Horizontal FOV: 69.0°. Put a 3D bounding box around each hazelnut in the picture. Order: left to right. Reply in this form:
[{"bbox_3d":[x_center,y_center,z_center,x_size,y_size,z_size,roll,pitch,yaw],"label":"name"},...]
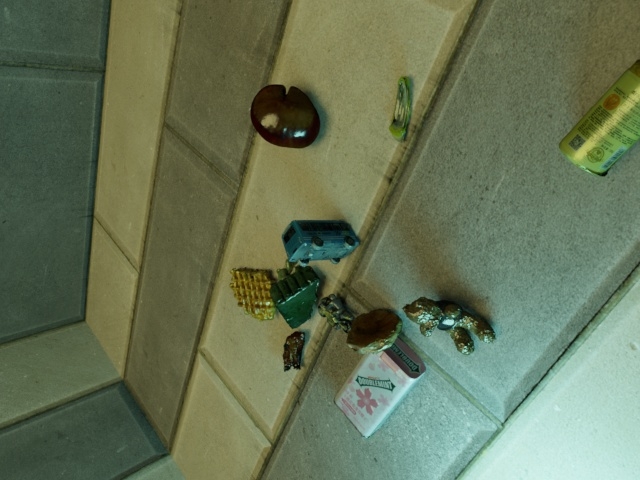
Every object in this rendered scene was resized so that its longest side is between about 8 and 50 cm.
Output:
[{"bbox_3d":[-0.121,-0.417,1.611,0.252,0.217,0.217,29,122,8],"label":"hazelnut"}]

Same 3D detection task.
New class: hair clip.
[{"bbox_3d":[0.237,-0.389,1.381,0.060,0.033,0.188,25,119,40],"label":"hair clip"}]

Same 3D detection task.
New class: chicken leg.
[{"bbox_3d":[-0.108,0.450,1.908,0.105,0.063,0.233,25,116,32],"label":"chicken leg"}]

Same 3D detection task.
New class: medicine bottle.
[{"bbox_3d":[0.631,-0.259,0.979,0.124,0.124,0.238,50,129,23],"label":"medicine bottle"}]

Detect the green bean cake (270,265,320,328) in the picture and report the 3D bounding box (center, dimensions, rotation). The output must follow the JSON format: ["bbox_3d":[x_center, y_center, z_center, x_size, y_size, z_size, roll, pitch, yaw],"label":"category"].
[{"bbox_3d":[-0.077,0.218,1.778,0.107,0.194,0.208,49,168,45],"label":"green bean cake"}]

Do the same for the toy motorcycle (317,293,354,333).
[{"bbox_3d":[0.054,0.257,1.704,0.193,0.061,0.124,27,125,46],"label":"toy motorcycle"}]

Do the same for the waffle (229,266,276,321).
[{"bbox_3d":[-0.284,0.214,2.018,0.309,0.065,0.283,46,130,21],"label":"waffle"}]

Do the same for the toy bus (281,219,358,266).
[{"bbox_3d":[0.000,0.000,1.566,0.113,0.247,0.134,-50,55,40],"label":"toy bus"}]

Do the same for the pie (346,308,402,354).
[{"bbox_3d":[0.179,0.291,1.510,0.195,0.195,0.046,5,127,43],"label":"pie"}]

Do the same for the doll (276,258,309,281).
[{"bbox_3d":[-0.112,0.127,1.828,0.150,0.077,0.115,-36,85,31],"label":"doll"}]

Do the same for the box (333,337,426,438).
[{"bbox_3d":[0.194,0.501,1.603,0.190,0.112,0.369,46,130,26],"label":"box"}]

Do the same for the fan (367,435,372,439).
[{"bbox_3d":[0.131,0.665,1.767,0.193,0.016,0.038,51,127,20],"label":"fan"}]

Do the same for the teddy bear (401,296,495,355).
[{"bbox_3d":[0.363,0.230,1.350,0.252,0.129,0.182,26,129,-8],"label":"teddy bear"}]
